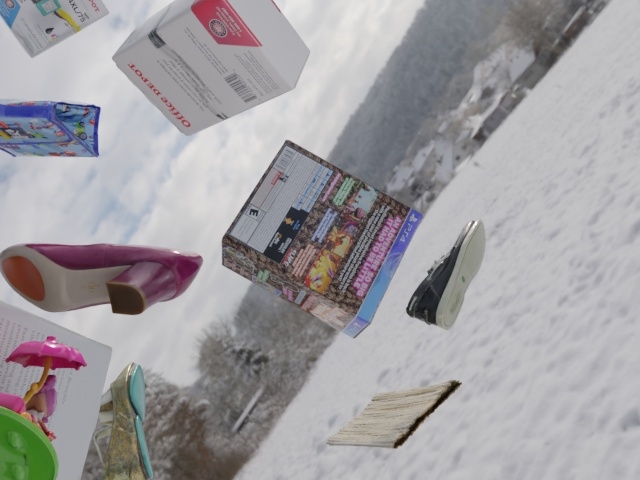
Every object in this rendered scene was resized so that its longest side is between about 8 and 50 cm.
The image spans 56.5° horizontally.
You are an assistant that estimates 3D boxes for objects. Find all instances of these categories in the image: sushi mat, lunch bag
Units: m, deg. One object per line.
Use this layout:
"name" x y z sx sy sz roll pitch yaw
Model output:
"sushi mat" 0.112 0.300 1.017 0.151 0.019 0.316 -38 -3 -25
"lunch bag" -0.663 -0.275 1.351 0.293 0.220 0.138 20 -109 -89

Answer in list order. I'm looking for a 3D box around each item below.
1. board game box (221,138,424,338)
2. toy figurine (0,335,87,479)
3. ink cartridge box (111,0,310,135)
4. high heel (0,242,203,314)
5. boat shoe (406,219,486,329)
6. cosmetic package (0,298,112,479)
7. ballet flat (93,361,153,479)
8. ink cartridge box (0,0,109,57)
"board game box" 0.000 0.000 1.092 0.232 0.290 0.141 -60 -2 -22
"toy figurine" -0.309 0.183 0.634 0.159 0.130 0.173 -83 1 -62
"ink cartridge box" -0.165 -0.278 0.896 0.237 0.172 0.100 -14 44 36
"high heel" -0.409 0.053 1.102 0.181 0.376 0.127 -39 -44 -58
"boat shoe" 0.224 0.047 1.030 0.233 0.079 0.084 -55 -46 -30
"cosmetic package" -0.450 0.189 0.725 0.453 0.161 0.230 70 -154 -67
"ballet flat" -0.449 0.407 1.336 0.123 0.123 0.349 -57 32 18
"ink cartridge box" -0.818 -0.709 1.786 0.270 0.198 0.197 -37 33 -13
